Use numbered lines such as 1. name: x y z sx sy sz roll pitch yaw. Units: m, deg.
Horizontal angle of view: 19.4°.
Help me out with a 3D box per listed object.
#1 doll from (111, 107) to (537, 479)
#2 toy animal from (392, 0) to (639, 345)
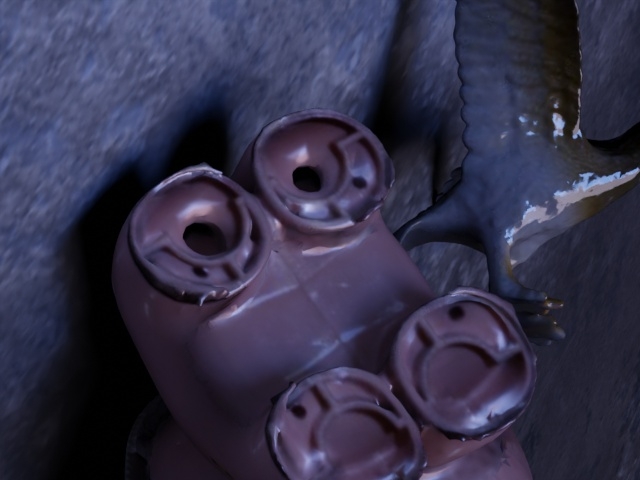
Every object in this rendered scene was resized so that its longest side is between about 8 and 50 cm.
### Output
1. doll: -0.015 0.098 0.865 0.284 0.216 0.268 -28 167 -29
2. toy animal: 0.122 -0.025 0.966 0.272 0.197 0.160 82 28 -65
